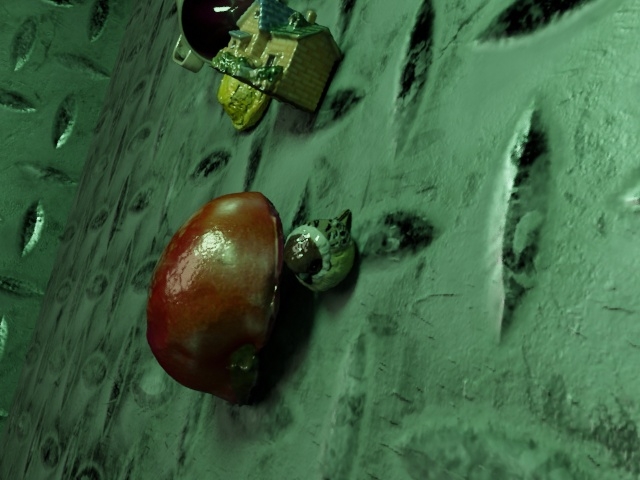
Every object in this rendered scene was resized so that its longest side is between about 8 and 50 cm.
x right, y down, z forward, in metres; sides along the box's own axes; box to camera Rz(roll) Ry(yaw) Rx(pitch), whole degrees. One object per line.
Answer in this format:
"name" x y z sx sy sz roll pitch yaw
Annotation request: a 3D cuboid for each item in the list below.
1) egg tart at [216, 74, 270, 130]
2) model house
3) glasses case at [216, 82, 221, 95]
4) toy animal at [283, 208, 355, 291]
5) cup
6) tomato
"egg tart" -0.156 -0.320 1.486 0.191 0.074 0.191 -35 45 44
"model house" -0.062 -0.331 1.240 0.183 0.167 0.172 35 101 49
"glasses case" -0.228 -0.348 1.679 0.032 0.021 0.083 -61 29 13
"toy animal" 0.000 0.000 0.982 0.098 0.098 0.137 -24 46 54
"cup" -0.221 -0.510 1.602 0.273 0.209 0.288 -112 25 -52
"tomato" -0.177 0.079 1.105 0.289 0.177 0.334 -100 22 -48
